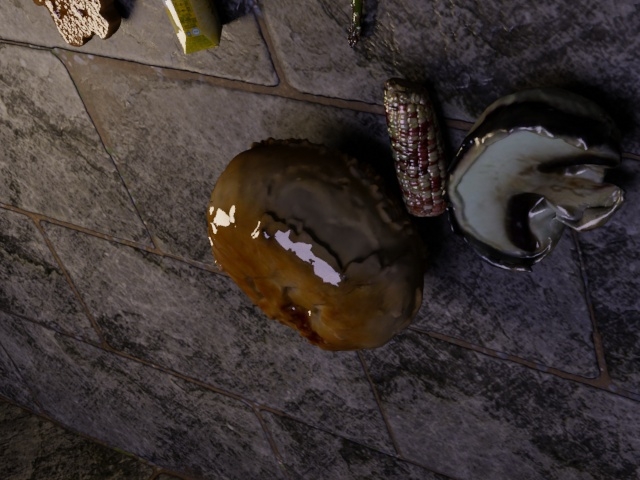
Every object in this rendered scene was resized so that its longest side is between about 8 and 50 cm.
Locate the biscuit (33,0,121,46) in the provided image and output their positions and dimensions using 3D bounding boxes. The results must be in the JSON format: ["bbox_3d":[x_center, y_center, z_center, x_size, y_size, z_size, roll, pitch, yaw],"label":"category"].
[{"bbox_3d":[-0.463,-0.476,2.289,0.301,0.043,0.278,45,151,-5],"label":"biscuit"}]

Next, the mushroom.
[{"bbox_3d":[0.309,-0.097,1.858,0.247,0.130,0.344,18,147,7],"label":"mushroom"}]

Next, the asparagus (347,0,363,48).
[{"bbox_3d":[0.050,-0.368,1.881,0.248,0.024,0.025,87,169,-51],"label":"asparagus"}]

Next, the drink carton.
[{"bbox_3d":[-0.217,-0.398,2.078,0.074,0.084,0.200,-9,131,13],"label":"drink carton"}]

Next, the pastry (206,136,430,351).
[{"bbox_3d":[0.000,0.000,2.186,0.409,0.245,0.410,30,155,16],"label":"pastry"}]

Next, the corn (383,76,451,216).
[{"bbox_3d":[0.149,-0.143,2.005,0.086,0.086,0.253,17,139,34],"label":"corn"}]
